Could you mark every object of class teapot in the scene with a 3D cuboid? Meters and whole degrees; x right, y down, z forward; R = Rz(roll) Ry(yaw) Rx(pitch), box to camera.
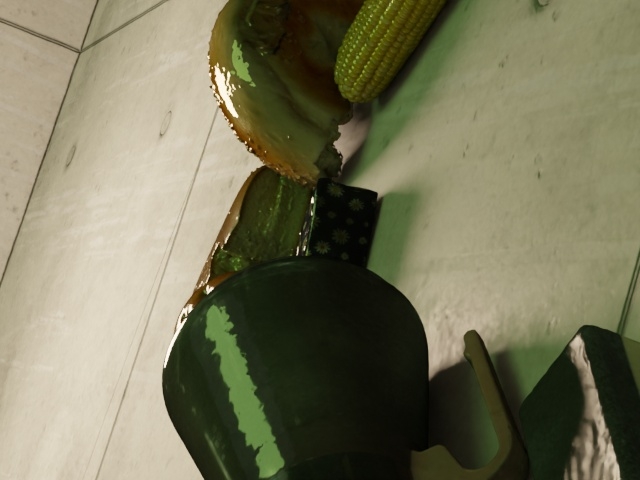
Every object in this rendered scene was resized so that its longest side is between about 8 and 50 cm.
[{"bbox_3d":[0.022,0.187,1.387,0.300,0.253,0.344,-30,40,11],"label":"teapot"}]

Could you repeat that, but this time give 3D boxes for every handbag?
[{"bbox_3d":[0.000,0.000,1.812,0.139,0.072,0.115,149,134,-65],"label":"handbag"}]

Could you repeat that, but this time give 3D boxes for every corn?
[{"bbox_3d":[0.091,-0.264,1.817,0.248,0.081,0.081,-57,24,34],"label":"corn"}]

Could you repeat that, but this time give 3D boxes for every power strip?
[{"bbox_3d":[0.208,0.182,1.113,0.105,0.070,0.257,-59,21,33],"label":"power strip"}]

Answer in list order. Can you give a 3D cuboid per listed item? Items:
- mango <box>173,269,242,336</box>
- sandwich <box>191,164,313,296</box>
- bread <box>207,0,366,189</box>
[{"bbox_3d":[-0.093,0.112,1.821,0.156,0.151,0.248,-41,-1,-34],"label":"mango"},{"bbox_3d":[-0.091,0.020,1.993,0.244,0.090,0.088,-61,19,22],"label":"sandwich"},{"bbox_3d":[-0.052,-0.212,1.968,0.171,0.192,0.314,-46,31,45],"label":"bread"}]
